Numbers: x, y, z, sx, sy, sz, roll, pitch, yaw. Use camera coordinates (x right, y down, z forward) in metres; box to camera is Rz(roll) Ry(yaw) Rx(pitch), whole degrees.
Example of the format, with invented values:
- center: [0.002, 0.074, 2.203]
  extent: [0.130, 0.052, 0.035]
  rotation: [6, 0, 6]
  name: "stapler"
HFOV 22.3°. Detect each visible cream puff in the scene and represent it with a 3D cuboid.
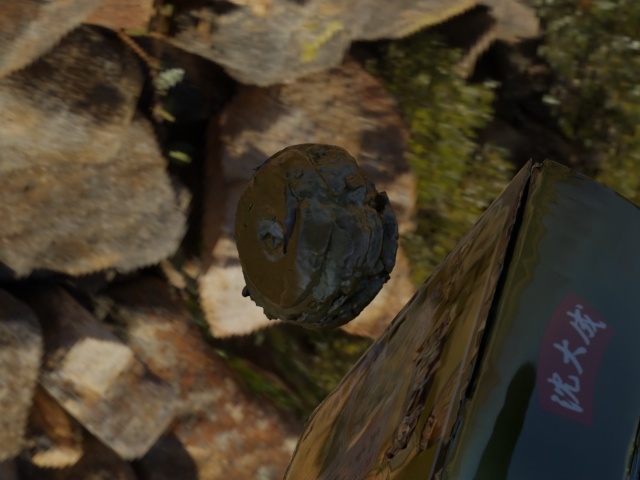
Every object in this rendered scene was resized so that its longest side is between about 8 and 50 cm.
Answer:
- center: [0.000, 0.000, 1.092]
  extent: [0.104, 0.119, 0.133]
  rotation: [-15, 121, -29]
  name: "cream puff"

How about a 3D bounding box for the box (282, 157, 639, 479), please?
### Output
- center: [0.076, 0.198, 1.212]
  extent: [0.138, 0.420, 0.373]
  rotation: [31, 44, -6]
  name: "box"
